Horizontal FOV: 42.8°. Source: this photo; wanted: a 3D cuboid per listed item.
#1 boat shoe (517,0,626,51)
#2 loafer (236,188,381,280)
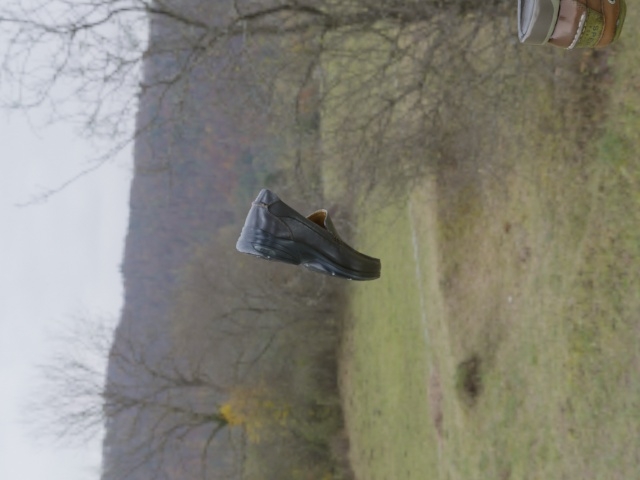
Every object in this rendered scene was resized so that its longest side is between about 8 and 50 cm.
[{"bbox_3d":[0.279,-0.347,0.891,0.111,0.104,0.307,96,-179,-79],"label":"boat shoe"},{"bbox_3d":[0.000,0.000,0.783,0.062,0.170,0.061,8,83,46],"label":"loafer"}]
